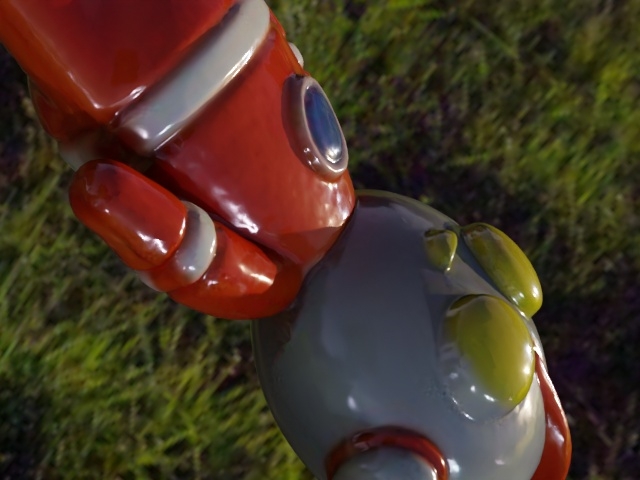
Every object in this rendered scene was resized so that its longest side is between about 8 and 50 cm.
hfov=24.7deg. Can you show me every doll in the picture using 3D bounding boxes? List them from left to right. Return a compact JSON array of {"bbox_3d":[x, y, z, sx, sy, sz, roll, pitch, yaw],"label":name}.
[{"bbox_3d":[0.000,0.000,0.548,0.336,0.105,0.200,52,25,-17],"label":"doll"}]
